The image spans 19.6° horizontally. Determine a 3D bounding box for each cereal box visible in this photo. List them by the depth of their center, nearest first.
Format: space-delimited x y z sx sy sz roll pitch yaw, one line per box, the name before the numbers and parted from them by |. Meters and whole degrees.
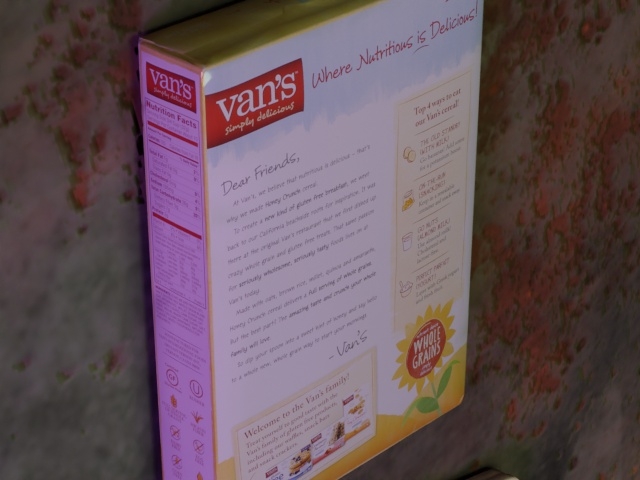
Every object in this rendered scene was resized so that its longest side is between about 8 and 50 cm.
cereal box | 0.000 0.000 0.834 0.173 0.047 0.240 -25 127 -38

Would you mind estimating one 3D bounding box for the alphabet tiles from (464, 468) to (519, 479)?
alphabet tiles | 0.048 0.270 1.059 0.278 0.021 0.284 -16 122 -43
